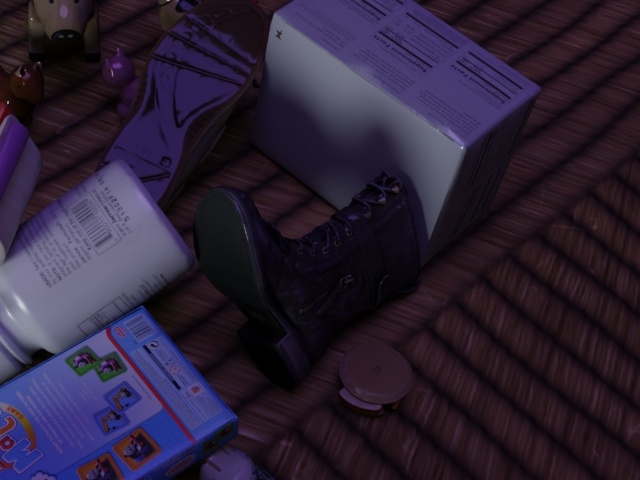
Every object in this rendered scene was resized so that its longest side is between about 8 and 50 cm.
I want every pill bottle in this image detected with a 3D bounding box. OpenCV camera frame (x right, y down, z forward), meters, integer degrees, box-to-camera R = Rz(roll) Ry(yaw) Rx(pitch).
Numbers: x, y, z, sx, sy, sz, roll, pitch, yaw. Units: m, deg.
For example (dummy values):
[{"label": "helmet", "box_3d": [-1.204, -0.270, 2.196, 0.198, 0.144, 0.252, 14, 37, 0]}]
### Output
[{"label": "pill bottle", "box_3d": [-0.248, 0.035, 1.213, 0.229, 0.131, 0.131, -35, 63, -5]}]

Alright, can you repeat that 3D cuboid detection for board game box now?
[{"label": "board game box", "box_3d": [-0.206, 0.169, 1.136, 0.211, 0.039, 0.160, -29, 57, -25]}]

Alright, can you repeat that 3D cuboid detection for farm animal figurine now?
[{"label": "farm animal figurine", "box_3d": [-0.270, -0.275, 1.459, 0.330, 0.172, 0.327, -17, 57, -22]}]

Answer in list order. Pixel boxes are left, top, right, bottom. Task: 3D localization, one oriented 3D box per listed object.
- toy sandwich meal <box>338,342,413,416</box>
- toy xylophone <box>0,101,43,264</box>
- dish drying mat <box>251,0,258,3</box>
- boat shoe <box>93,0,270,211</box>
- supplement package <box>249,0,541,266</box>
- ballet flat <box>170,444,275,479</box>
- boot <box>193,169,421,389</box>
[{"label": "toy sandwich meal", "box_3d": [0.055, 0.143, 1.285, 0.085, 0.029, 0.085, 6, 47, -6]}, {"label": "toy xylophone", "box_3d": [-0.394, 0.005, 1.190, 0.323, 0.081, 0.236, -22, 40, 24]}, {"label": "dish drying mat", "box_3d": [-0.120, -0.298, 1.611, 0.032, 0.008, 0.083, 40, 55, 19]}, {"label": "boat shoe", "box_3d": [-0.155, -0.136, 1.373, 0.109, 0.098, 0.302, 28, 71, -1]}, {"label": "supplement package", "box_3d": [0.074, -0.138, 1.395, 0.262, 0.204, 0.145, 38, 53, 19]}, {"label": "ballet flat", "box_3d": [-0.123, 0.205, 1.179, 0.188, 0.070, 0.070, 21, 51, 6]}, {"label": "boot", "box_3d": [0.000, 0.000, 1.266, 0.091, 0.263, 0.229, 22, 53, 41]}]
